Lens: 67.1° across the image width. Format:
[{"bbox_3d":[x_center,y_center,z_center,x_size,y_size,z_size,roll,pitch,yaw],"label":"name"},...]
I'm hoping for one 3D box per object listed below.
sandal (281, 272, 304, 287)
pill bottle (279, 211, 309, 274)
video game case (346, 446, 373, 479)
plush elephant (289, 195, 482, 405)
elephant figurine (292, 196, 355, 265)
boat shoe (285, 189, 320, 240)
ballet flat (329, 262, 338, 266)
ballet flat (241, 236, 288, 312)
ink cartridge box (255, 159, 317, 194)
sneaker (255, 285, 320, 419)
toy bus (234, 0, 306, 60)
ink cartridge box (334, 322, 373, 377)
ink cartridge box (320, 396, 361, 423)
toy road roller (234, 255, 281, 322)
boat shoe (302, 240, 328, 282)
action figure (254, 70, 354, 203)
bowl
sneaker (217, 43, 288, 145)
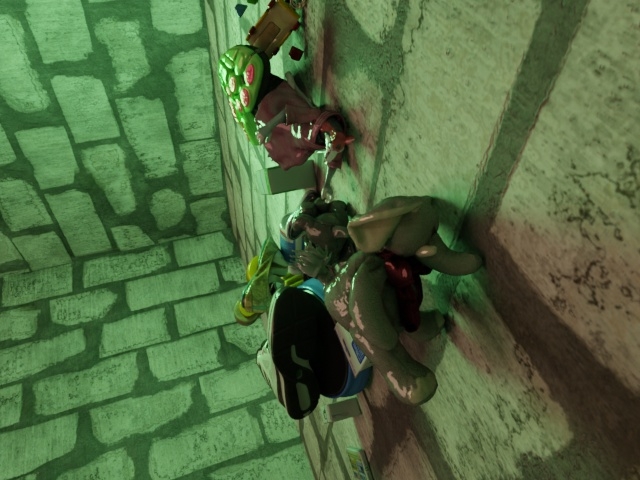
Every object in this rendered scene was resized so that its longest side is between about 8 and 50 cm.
[{"bbox_3d":[-0.081,0.194,1.882,0.138,0.126,0.318,109,146,-69],"label":"sandal"},{"bbox_3d":[-0.083,0.016,1.724,0.222,0.124,0.124,93,157,-43],"label":"pill bottle"},{"bbox_3d":[0.156,0.870,1.783,0.212,0.023,0.194,118,136,-68],"label":"video game case"},{"bbox_3d":[0.138,0.042,0.818,0.330,0.272,0.255,41,115,9],"label":"plush elephant"},{"bbox_3d":[0.020,0.013,1.348,0.186,0.169,0.240,-69,-22,-50],"label":"elephant figurine"},{"bbox_3d":[-0.052,-0.068,1.543,0.183,0.065,0.083,-63,34,17],"label":"boat shoe"},{"bbox_3d":[0.000,0.000,1.533,0.070,0.070,0.189,102,151,-57],"label":"ballet flat"},{"bbox_3d":[-0.169,0.116,1.635,0.349,0.123,0.123,-76,-13,-54],"label":"ballet flat"},{"bbox_3d":[-0.119,-0.207,1.608,0.212,0.154,0.093,-166,64,-73],"label":"ink cartridge box"},{"bbox_3d":[-0.142,0.330,1.545,0.257,0.169,0.448,21,121,50],"label":"sneaker"},{"bbox_3d":[-0.121,-0.616,1.358,0.191,0.202,0.104,83,-165,-46],"label":"toy bus"},{"bbox_3d":[0.120,0.203,1.231,0.333,0.065,0.165,107,146,-49],"label":"ink cartridge box"},{"bbox_3d":[0.068,0.601,1.705,0.150,0.109,0.063,114,143,-65],"label":"ink cartridge box"},{"bbox_3d":[-0.305,0.228,2.315,0.241,0.329,0.202,51,160,8],"label":"toy road roller"},{"bbox_3d":[-0.015,0.106,1.640,0.069,0.081,0.228,-119,24,-55],"label":"boat shoe"},{"bbox_3d":[-0.016,-0.280,1.259,0.248,0.276,0.370,46,163,-34],"label":"action figure"},{"bbox_3d":[0.007,0.316,1.543,0.391,0.077,0.392,27,124,50],"label":"bowl"},{"bbox_3d":[-0.184,-0.467,1.496,0.185,0.202,0.483,56,172,5],"label":"sneaker"}]
